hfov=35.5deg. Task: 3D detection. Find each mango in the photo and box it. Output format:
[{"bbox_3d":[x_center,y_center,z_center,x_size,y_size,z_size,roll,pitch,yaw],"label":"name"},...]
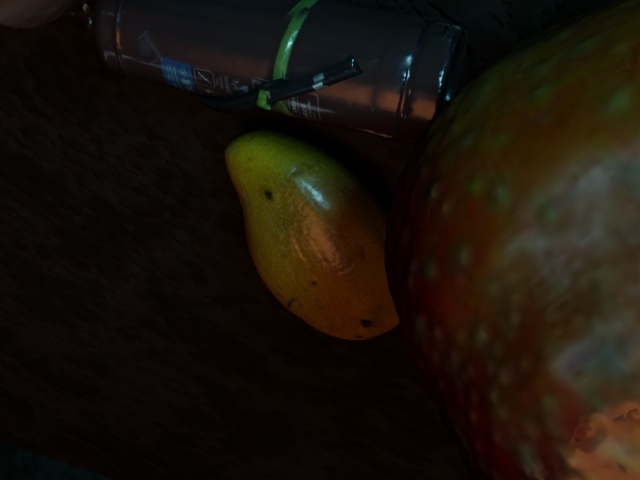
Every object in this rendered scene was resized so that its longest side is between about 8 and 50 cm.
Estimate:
[{"bbox_3d":[-0.002,0.005,0.972,0.157,0.109,0.262,-2,140,41],"label":"mango"}]

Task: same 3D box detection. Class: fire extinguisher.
[{"bbox_3d":[-0.067,-0.150,0.764,0.341,0.105,0.141,14,-177,12],"label":"fire extinguisher"}]

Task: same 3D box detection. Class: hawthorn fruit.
[{"bbox_3d":[0.249,0.007,0.599,0.403,0.403,0.403,16,148,10],"label":"hawthorn fruit"}]

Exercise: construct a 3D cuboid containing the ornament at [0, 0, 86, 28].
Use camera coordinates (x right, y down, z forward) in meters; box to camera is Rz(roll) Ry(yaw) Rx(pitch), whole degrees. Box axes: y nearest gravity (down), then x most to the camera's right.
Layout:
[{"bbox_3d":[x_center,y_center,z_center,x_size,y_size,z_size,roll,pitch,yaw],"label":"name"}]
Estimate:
[{"bbox_3d":[-0.168,-0.255,0.609,0.235,0.221,0.218,-12,176,-38],"label":"ornament"}]
